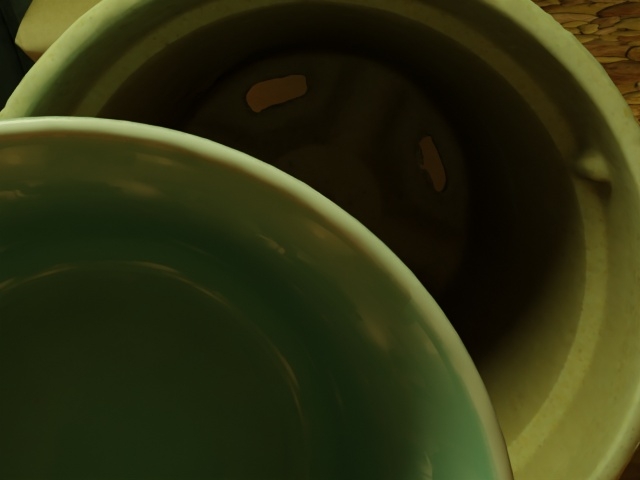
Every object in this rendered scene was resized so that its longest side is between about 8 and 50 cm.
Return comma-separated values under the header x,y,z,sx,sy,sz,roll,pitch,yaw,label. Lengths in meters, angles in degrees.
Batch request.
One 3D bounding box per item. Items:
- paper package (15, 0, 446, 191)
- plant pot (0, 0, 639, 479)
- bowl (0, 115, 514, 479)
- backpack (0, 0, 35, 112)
x,y,z,sx,sy,sz,roll,pitch,yaw,label
-0.025,-0.152,1.049,0.325,0.309,0.168,3,66,30,paper package
0.000,0.000,0.730,0.334,0.334,0.305,-7,11,2,plant pot
-0.090,0.104,0.504,0.311,0.311,0.163,-9,8,-3,bowl
-0.271,-0.206,1.237,0.290,0.355,0.273,-20,23,-27,backpack
